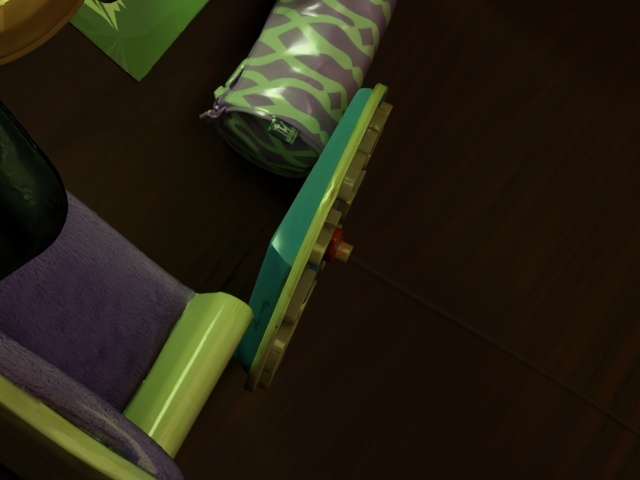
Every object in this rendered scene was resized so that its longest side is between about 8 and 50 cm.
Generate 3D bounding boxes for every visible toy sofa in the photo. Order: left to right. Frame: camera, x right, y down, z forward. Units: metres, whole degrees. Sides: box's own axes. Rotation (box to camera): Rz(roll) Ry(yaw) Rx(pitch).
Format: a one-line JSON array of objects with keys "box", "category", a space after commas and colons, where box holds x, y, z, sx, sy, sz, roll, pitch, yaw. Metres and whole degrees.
[{"box": [-0.206, -0.002, 1.020, 0.362, 0.177, 0.150, 40, 64, -25], "category": "toy sofa"}]

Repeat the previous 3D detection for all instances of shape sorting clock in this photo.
[{"box": [0.000, 0.000, 1.164, 0.040, 0.206, 0.206, 27, 66, 3], "category": "shape sorting clock"}]

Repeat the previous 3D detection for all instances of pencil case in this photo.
[{"box": [-0.003, -0.140, 1.244, 0.088, 0.086, 0.206, 27, 66, -6], "category": "pencil case"}]

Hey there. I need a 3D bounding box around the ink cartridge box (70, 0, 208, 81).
[{"box": [-0.088, -0.234, 1.153, 0.171, 0.056, 0.235, 41, 85, -25], "category": "ink cartridge box"}]

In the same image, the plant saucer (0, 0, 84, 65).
[{"box": [-0.213, -0.191, 1.074, 0.200, 0.037, 0.200, -4, 103, -18], "category": "plant saucer"}]

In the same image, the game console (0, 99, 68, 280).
[{"box": [-0.267, 0.052, 0.891, 0.213, 0.361, 0.044, 48, 22, -25], "category": "game console"}]
